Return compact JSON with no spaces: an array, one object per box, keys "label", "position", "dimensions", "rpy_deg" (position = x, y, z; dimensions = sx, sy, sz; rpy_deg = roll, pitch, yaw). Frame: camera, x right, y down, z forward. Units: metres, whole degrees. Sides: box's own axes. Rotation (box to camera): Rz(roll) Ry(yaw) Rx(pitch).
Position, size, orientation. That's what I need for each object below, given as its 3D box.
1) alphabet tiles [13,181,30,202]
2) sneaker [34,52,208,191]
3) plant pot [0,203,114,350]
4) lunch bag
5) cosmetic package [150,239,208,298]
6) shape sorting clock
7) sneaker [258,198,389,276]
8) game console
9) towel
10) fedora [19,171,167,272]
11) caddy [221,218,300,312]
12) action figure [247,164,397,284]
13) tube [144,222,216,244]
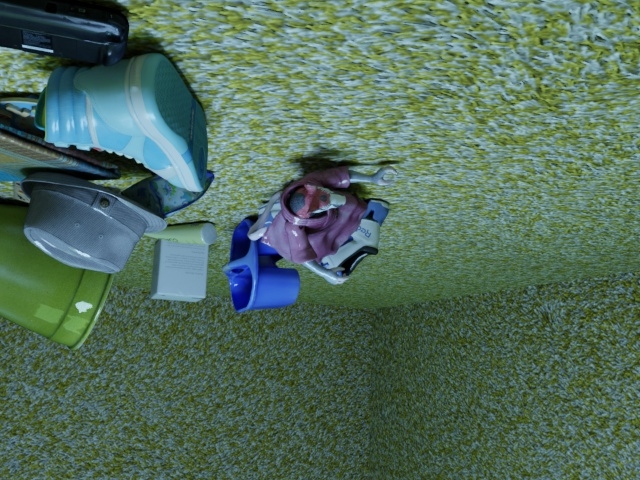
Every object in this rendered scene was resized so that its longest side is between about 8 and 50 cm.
[{"label":"alphabet tiles","position":[-0.592,-0.086,1.592],"dimensions":[0.237,0.009,0.198],"rpy_deg":[18,156,-19]},{"label":"sneaker","position":[-0.289,-0.164,1.003],"dimensions":[0.208,0.127,0.319],"rpy_deg":[-1,159,5]},{"label":"plant pot","position":[-0.755,0.063,1.766],"dimensions":[0.353,0.366,0.366],"rpy_deg":[21,161,-27]},{"label":"lunch bag","position":[-0.307,-0.101,1.395],"dimensions":[0.129,0.096,0.151],"rpy_deg":[-10,-167,47]},{"label":"cosmetic package","position":[-0.446,0.093,2.154],"dimensions":[0.151,0.183,0.151],"rpy_deg":[7,168,-21]},{"label":"shape sorting clock","position":[-0.448,-0.185,1.130],"dimensions":[0.206,0.040,0.206],"rpy_deg":[2,169,0]},{"label":"sneaker","position":[0.001,0.000,1.604],"dimensions":[0.316,0.182,0.127],"rpy_deg":[-1,167,15]},{"label":"game console","position":[-0.407,-0.255,0.776],"dimensions":[0.361,0.044,0.213],"rpy_deg":[7,170,-18]},{"label":"towel","position":[-0.580,-0.155,1.219],"dimensions":[0.370,0.040,0.271],"rpy_deg":[2,170,32]},{"label":"fedora","position":[-0.441,-0.018,1.283],"dimensions":[0.244,0.124,0.275],"rpy_deg":[-4,153,43]},{"label":"caddy","position":[-0.179,0.071,1.863],"dimensions":[0.179,0.241,0.341],"rpy_deg":[-1,170,-18]},{"label":"action figure","position":[-0.015,-0.073,1.371],"dimensions":[0.276,0.248,0.370],"rpy_deg":[28,174,11]},{"label":"tube","position":[-0.399,-0.016,1.930],"dimensions":[0.240,0.062,0.070],"rpy_deg":[0,129,35]}]
